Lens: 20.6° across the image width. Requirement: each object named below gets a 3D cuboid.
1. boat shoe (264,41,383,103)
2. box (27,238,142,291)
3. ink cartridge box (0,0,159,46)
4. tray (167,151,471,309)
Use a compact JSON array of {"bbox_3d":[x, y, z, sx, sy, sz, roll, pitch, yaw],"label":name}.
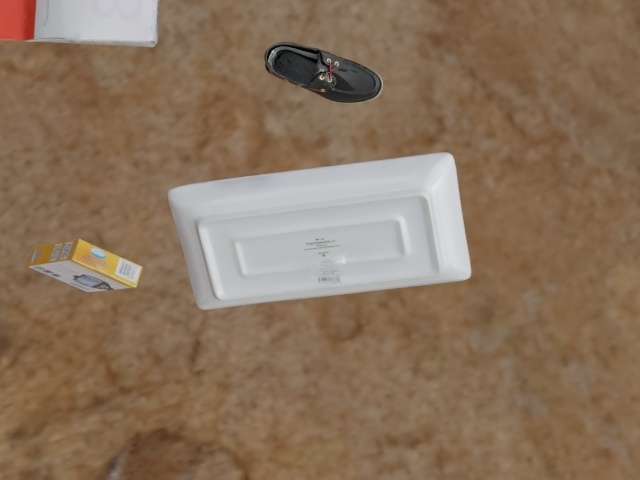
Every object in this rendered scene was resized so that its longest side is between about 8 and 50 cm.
[{"bbox_3d":[0.002,-0.181,1.910,0.133,0.042,0.049,17,89,9],"label":"boat shoe"},{"bbox_3d":[-0.260,0.029,1.912,0.081,0.136,0.028,26,75,-29],"label":"box"},{"bbox_3d":[-0.297,-0.318,1.998,0.232,0.066,0.189,2,86,-4],"label":"ink cartridge box"},{"bbox_3d":[0.000,0.000,1.651,0.030,0.270,0.145,-86,166,-55],"label":"tray"}]
